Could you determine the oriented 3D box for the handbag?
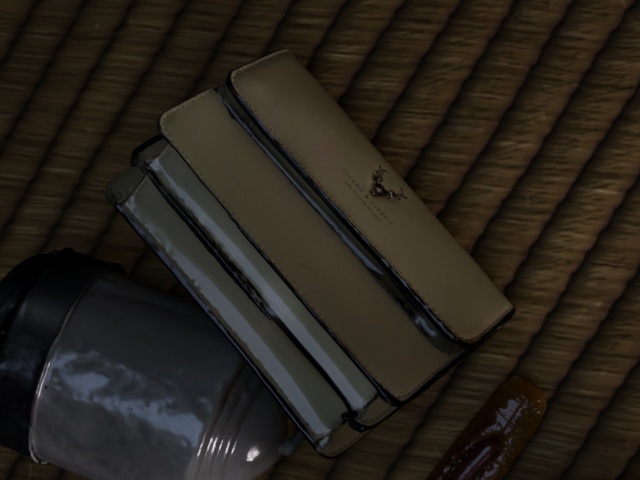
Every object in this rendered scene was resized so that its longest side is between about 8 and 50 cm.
[{"bbox_3d":[0.000,0.000,1.629,0.358,0.237,0.160,50,135,6],"label":"handbag"}]

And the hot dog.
[{"bbox_3d":[0.156,0.232,1.696,0.066,0.047,0.215,40,102,6],"label":"hot dog"}]

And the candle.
[{"bbox_3d":[-0.174,0.156,1.690,0.343,0.221,0.221,22,99,12],"label":"candle"}]
